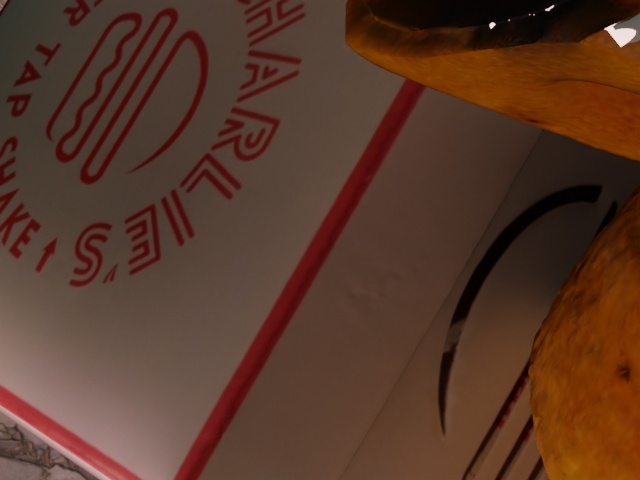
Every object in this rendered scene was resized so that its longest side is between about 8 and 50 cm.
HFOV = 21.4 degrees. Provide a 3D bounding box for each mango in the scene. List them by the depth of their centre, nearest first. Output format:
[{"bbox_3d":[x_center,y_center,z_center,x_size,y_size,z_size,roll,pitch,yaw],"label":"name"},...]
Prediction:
[{"bbox_3d":[0.136,-0.089,0.510,0.166,0.136,0.236,20,174,-33],"label":"mango"}]

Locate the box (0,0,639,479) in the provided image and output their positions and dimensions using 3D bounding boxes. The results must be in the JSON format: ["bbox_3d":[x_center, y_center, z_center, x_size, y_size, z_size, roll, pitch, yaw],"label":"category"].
[{"bbox_3d":[0.000,0.000,0.883,0.312,0.314,0.300,23,170,44],"label":"box"}]

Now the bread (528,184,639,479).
[{"bbox_3d":[0.231,0.093,0.698,0.312,0.172,0.312,29,-143,-24],"label":"bread"}]
